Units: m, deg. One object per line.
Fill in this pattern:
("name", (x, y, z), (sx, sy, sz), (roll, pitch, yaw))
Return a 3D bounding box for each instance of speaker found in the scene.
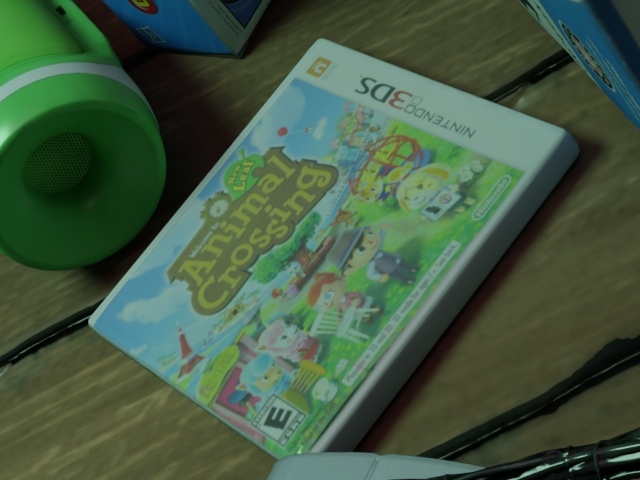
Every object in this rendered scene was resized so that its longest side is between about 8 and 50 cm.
("speaker", (-0.203, -0.102, 0.947), (0.131, 0.131, 0.296), (-42, 43, -1))

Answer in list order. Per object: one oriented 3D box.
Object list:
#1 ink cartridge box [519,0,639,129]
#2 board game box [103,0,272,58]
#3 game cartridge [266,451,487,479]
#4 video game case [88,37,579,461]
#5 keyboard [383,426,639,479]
("ink cartridge box", (0.097, -0.252, 0.739), (0.166, 0.285, 0.395), (-38, 43, 7))
("board game box", (-0.089, -0.322, 0.910), (0.086, 0.308, 0.302), (9, 62, 41))
("game cartridge", (0.060, 0.188, 0.589), (0.294, 0.060, 0.196), (12, 60, 40))
("video game case", (0.000, 0.000, 0.798), (0.193, 0.023, 0.212), (28, 75, 45))
("keyboard", (0.076, 0.149, 0.550), (0.317, 0.033, 0.201), (-18, 47, 21))
